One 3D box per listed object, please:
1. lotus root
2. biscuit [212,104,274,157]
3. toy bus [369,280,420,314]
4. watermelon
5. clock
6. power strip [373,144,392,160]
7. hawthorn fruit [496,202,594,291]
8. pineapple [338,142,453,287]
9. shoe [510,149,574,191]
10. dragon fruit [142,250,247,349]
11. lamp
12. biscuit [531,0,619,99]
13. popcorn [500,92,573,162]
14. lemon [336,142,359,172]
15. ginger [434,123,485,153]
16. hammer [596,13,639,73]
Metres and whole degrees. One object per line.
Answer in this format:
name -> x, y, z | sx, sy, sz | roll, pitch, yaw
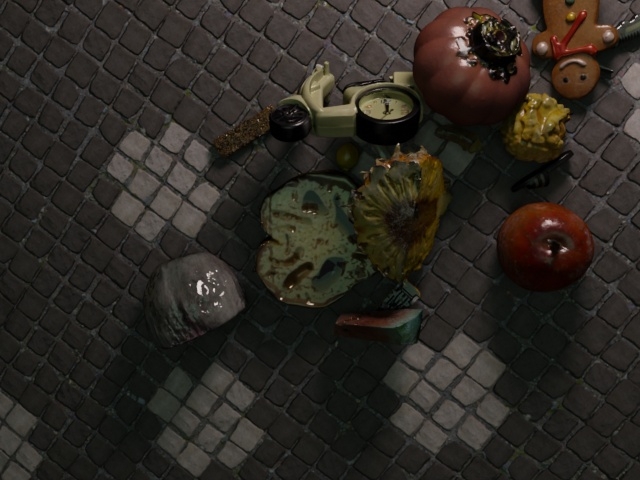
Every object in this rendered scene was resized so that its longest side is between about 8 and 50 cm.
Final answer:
lotus root -> 0.000, 0.000, 1.871 | 0.375, 0.111, 0.390 | 18, 96, 5
biscuit -> -0.202, -0.298, 1.898 | 0.199, 0.034, 0.064 | -30, 92, 11
toy bus -> 0.201, 0.179, 1.875 | 0.069, 0.074, 0.162 | 44, 103, 9
watermelon -> 0.134, 0.230, 1.802 | 0.241, 0.154, 0.094 | 1, 96, 30
clock -> 0.071, -0.344, 1.752 | 0.379, 0.276, 0.120 | 5, 135, 4
power strip -> 0.155, -0.258, 1.843 | 0.030, 0.047, 0.191 | -29, 91, 5
hawthorn fruit -> 0.574, 0.027, 1.729 | 0.235, 0.263, 0.231 | -7, 120, -17
pineapple -> 0.200, -0.097, 1.772 | 0.209, 0.286, 0.344 | 17, 116, 24
shoe -> 0.581, -0.165, 1.781 | 0.179, 0.071, 0.049 | -33, 95, 7
dragon fruit -> -0.371, 0.153, 1.894 | 0.283, 0.204, 0.221 | -21, 93, 10
lamp -> 0.375, -0.431, 1.667 | 0.305, 0.239, 0.305 | 6, 70, -17
biscuit -> 0.629, -0.512, 1.710 | 0.205, 0.049, 0.324 | 3, 108, 26
popcorn -> 0.546, -0.283, 1.738 | 0.170, 0.180, 0.180 | 0, 98, 41
lemon -> 0.072, -0.223, 1.851 | 0.062, 0.062, 0.083 | 6, 85, 8
ginger -> 0.370, -0.272, 1.813 | 0.137, 0.044, 0.057 | 26, 118, 6
hammer -> 0.758, -0.524, 1.723 | 0.226, 0.041, 0.158 | -28, 92, 11
